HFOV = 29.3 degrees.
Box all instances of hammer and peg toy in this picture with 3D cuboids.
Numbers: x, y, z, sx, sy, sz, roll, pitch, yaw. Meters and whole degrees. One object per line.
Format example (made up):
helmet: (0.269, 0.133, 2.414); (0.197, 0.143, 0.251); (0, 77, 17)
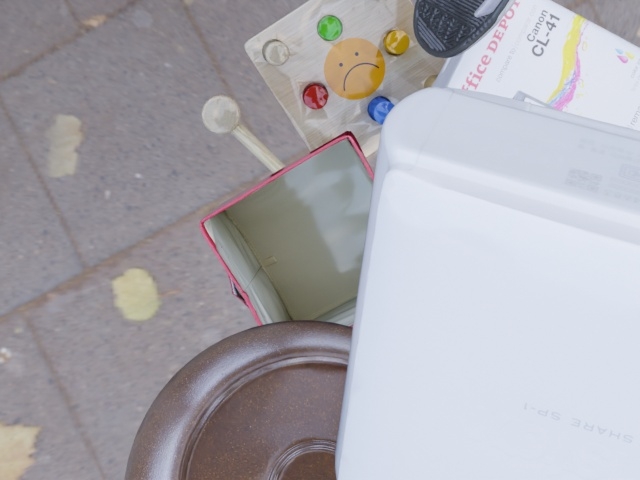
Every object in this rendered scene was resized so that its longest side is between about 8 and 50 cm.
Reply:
hammer and peg toy: (0.010, -0.227, 1.869); (0.361, 0.127, 0.266); (-34, 106, 1)

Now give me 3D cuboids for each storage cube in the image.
storage cube: (0.000, 0.000, 1.374); (0.215, 0.193, 0.183); (-30, 95, 5)

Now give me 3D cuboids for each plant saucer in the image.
plant saucer: (-0.004, 0.210, 1.000); (0.311, 0.050, 0.310); (3, 71, -10)

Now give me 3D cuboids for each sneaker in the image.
sneaker: (0.233, -0.333, 1.373); (0.124, 0.178, 0.295); (49, 124, 22)

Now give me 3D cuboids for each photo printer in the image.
photo printer: (0.136, 0.090, 0.652); (0.256, 0.107, 0.307); (17, 129, 12)

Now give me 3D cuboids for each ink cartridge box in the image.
ink cartridge box: (0.324, -0.195, 1.707); (0.306, 0.131, 0.226); (27, 88, -6)

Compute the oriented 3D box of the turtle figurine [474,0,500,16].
turtle figurine: (0.193, -0.371, 0.962); (0.266, 0.198, 0.274); (-18, 124, 6)
